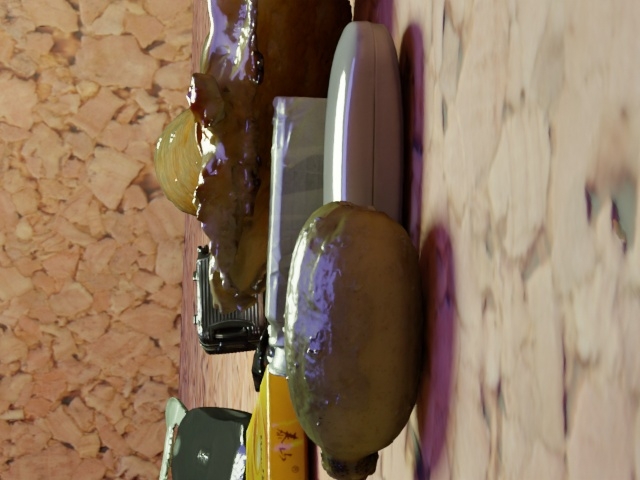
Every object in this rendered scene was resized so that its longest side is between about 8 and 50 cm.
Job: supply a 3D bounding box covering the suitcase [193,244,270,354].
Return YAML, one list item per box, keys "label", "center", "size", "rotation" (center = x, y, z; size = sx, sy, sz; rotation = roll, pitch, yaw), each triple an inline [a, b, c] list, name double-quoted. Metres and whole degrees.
- label: "suitcase"
  center: [-0.096, 0.065, 1.884]
  size: [0.059, 0.086, 0.126]
  rotation: [73, -168, -61]

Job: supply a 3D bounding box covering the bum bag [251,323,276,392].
- label: "bum bag"
  center: [-0.051, 0.118, 1.729]
  size: [0.124, 0.034, 0.057]
  rotation: [115, 163, -71]

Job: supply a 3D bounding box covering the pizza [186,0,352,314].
- label: "pizza"
  center: [-0.042, -0.094, 1.271]
  size: [0.189, 0.071, 0.296]
  rotation: [-5, -83, -63]

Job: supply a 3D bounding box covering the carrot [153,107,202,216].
- label: "carrot"
  center: [-0.090, -0.084, 1.690]
  size: [0.302, 0.139, 0.138]
  rotation: [180, 90, -81]

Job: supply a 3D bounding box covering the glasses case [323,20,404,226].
- label: "glasses case"
  center: [0.028, -0.044, 1.108]
  size: [0.076, 0.049, 0.197]
  rotation: [-157, 67, -80]

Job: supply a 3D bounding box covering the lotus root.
- label: "lotus root"
  center: [0.017, 0.066, 1.040]
  size: [0.090, 0.077, 0.183]
  rotation: [-145, 53, -58]

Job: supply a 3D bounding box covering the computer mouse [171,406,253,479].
- label: "computer mouse"
  center: [-0.099, 0.247, 1.876]
  size: [0.217, 0.073, 0.122]
  rotation: [10, 88, 66]

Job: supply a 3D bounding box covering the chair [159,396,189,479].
- label: "chair"
  center: [-0.162, 0.347, 2.020]
  size: [0.203, 0.191, 0.274]
  rotation: [103, -166, -55]

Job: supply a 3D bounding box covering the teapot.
- label: "teapot"
  center: [0.000, 0.000, 1.190]
  size: [0.107, 0.077, 0.200]
  rotation: [-77, -11, -84]

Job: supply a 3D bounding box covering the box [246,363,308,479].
- label: "box"
  center: [-0.044, 0.225, 1.636]
  size: [0.269, 0.043, 0.152]
  rotation: [112, 157, -70]
